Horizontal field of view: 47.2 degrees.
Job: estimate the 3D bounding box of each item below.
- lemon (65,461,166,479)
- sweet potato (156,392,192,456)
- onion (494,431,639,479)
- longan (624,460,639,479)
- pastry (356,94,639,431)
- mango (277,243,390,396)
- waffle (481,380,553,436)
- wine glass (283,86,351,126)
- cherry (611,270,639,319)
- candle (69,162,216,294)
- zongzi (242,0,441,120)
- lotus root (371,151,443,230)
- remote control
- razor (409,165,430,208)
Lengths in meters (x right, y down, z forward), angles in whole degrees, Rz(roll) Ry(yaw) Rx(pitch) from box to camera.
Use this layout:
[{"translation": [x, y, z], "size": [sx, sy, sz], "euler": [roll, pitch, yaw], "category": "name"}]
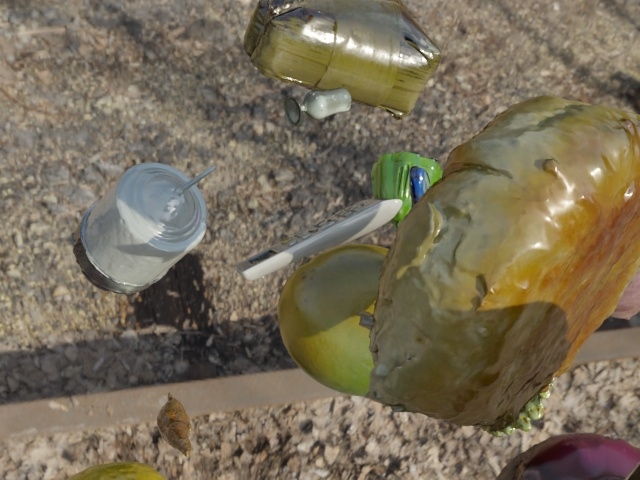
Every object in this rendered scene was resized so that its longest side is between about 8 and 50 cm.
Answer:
[{"translation": [-0.303, 0.439, 1.065], "size": [0.228, 0.253, 0.229], "euler": [16, 52, -22], "category": "lemon"}, {"translation": [-0.289, 0.384, 1.465], "size": [0.068, 0.068, 0.226], "euler": [-9, 20, -17], "category": "sweet potato"}, {"translation": [0.517, 0.543, 1.388], "size": [0.398, 0.398, 0.420], "euler": [43, 21, 18], "category": "onion"}, {"translation": [0.261, 0.193, 0.308], "size": [0.297, 0.297, 0.298], "euler": [5, 55, -7], "category": "longan"}, {"translation": [0.132, 0.011, 0.505], "size": [0.120, 0.236, 0.257], "euler": [35, 12, 33], "category": "pastry"}, {"translation": [0.079, 0.090, 0.756], "size": [0.250, 0.114, 0.157], "euler": [12, 85, 6], "category": "mango"}, {"translation": [0.364, 0.268, 1.381], "size": [0.054, 0.208, 0.214], "euler": [27, 73, -11], "category": "waffle"}, {"translation": [-0.001, -0.163, 0.889], "size": [0.083, 0.039, 0.042], "euler": [-17, 29, -33], "category": "wine glass"}, {"translation": [0.375, -0.027, 0.910], "size": [0.239, 0.206, 0.239], "euler": [25, 45, -27], "category": "cherry"}, {"translation": [-0.374, -0.034, 1.555], "size": [0.221, 0.342, 0.222], "euler": [20, 53, -30], "category": "candle"}, {"translation": [0.011, -0.335, 1.085], "size": [0.273, 0.145, 0.300], "euler": [9, 47, -27], "category": "zongzi"}, {"translation": [0.200, -0.098, 1.753], "size": [0.186, 0.186, 0.186], "euler": [5, 55, -7], "category": "lotus root"}, {"translation": [0.000, 0.000, 1.313], "size": [0.312, 0.109, 0.055], "euler": [-26, 101, -11], "category": "remote control"}, {"translation": [0.134, -0.003, 1.011], "size": [0.056, 0.324, 0.093], "euler": [3, 61, 3], "category": "razor"}]
